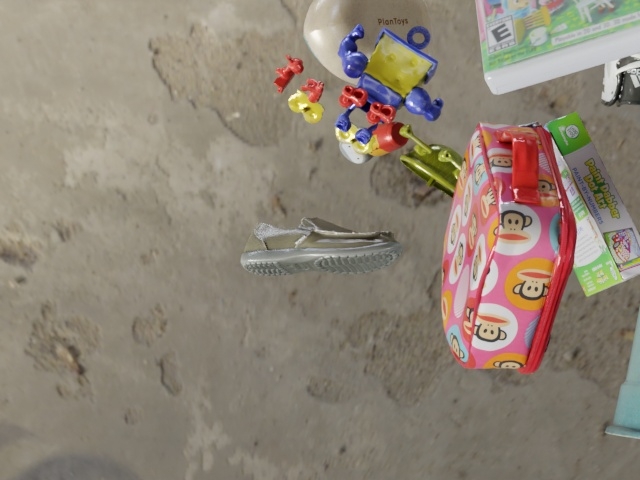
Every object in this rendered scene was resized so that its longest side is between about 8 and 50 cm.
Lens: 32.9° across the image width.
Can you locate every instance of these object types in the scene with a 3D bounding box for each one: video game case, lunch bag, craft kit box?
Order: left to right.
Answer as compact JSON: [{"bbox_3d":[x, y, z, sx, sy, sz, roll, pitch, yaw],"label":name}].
[{"bbox_3d":[0.220,-0.014,1.293,0.120,0.258,0.293,6,33,-2],"label":"lunch bag"},{"bbox_3d":[0.390,-0.046,1.619,0.061,0.250,0.246,-22,82,-1],"label":"craft kit box"},{"bbox_3d":[0.201,-0.202,0.701,0.213,0.023,0.193,-15,54,22],"label":"video game case"}]

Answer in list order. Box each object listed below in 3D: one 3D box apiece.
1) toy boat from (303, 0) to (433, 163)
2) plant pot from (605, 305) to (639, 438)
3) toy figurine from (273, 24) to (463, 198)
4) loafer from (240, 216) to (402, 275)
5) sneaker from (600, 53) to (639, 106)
[{"bbox_3d":[0.079,-0.299,1.902,0.268,0.148,0.318,-3,86,-36],"label":"toy boat"},{"bbox_3d":[0.651,0.167,1.744,0.341,0.341,0.334,8,83,0],"label":"plant pot"},{"bbox_3d":[0.134,-0.247,1.709,0.363,0.191,0.217,33,75,7],"label":"toy figurine"},{"bbox_3d":[0.000,0.000,1.660,0.251,0.094,0.087,-2,70,11],"label":"loafer"},{"bbox_3d":[0.541,-0.355,1.719,0.169,0.447,0.257,1,76,8],"label":"sneaker"}]
